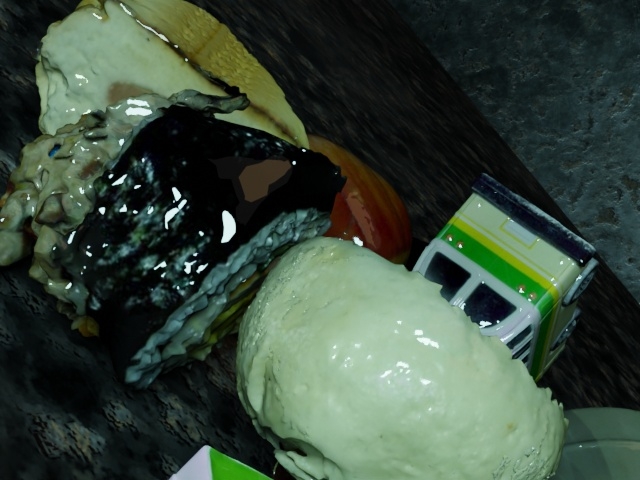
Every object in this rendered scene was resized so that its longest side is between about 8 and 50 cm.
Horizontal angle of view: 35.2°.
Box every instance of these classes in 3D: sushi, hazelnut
[{"bbox_3d":[-0.127,-0.024,0.778,0.218,0.225,0.238,40,-10,19],"label":"sushi"},{"bbox_3d":[-0.003,0.001,1.011,0.180,0.212,0.181,26,60,9],"label":"hazelnut"}]

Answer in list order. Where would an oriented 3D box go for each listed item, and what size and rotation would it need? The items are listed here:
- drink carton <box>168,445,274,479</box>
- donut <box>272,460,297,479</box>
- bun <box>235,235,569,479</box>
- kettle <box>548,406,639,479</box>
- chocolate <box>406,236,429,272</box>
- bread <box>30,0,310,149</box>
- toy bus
[{"bbox_3d":[0.002,0.267,0.635,0.271,0.108,0.161,34,21,-27],"label":"drink carton"},{"bbox_3d":[0.012,0.214,0.819,0.140,0.059,0.140,39,21,-18],"label":"donut"},{"bbox_3d":[0.044,0.122,0.716,0.259,0.152,0.259,38,-14,11],"label":"bun"},{"bbox_3d":[0.265,0.305,0.732,0.324,0.320,0.228,-93,162,-52],"label":"kettle"},{"bbox_3d":[0.101,0.055,1.263,0.125,0.080,0.149,34,28,1],"label":"chocolate"},{"bbox_3d":[-0.158,-0.110,0.914,0.211,0.183,0.224,19,31,-48],"label":"bread"},{"bbox_3d":[0.181,0.086,1.091,0.143,0.179,0.305,36,-15,21],"label":"toy bus"}]
